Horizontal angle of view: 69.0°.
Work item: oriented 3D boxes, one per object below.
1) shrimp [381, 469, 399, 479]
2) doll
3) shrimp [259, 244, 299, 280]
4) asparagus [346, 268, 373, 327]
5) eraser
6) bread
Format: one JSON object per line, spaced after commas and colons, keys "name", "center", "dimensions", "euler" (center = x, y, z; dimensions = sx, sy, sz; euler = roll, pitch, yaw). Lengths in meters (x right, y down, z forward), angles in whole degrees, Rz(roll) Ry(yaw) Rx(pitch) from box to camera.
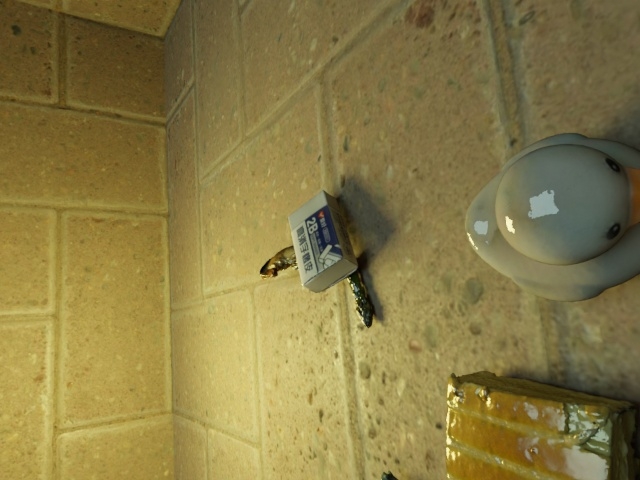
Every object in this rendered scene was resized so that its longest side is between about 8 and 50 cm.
{"name": "shrimp", "center": [0.210, 0.499, 0.770], "dimensions": [0.317, 0.062, 0.164], "euler": [44, 120, 44]}
{"name": "doll", "center": [0.274, -0.031, 0.554], "dimensions": [0.251, 0.221, 0.220], "euler": [-7, 82, 57]}
{"name": "shrimp", "center": [-0.060, 0.058, 1.189], "dimensions": [0.262, 0.066, 0.117], "euler": [-16, 36, 52]}
{"name": "asparagus", "center": [0.084, 0.112, 1.009], "dimensions": [0.036, 0.030, 0.165], "euler": [-29, 60, 22]}
{"name": "eraser", "center": [0.000, 0.000, 1.061], "dimensions": [0.125, 0.068, 0.210], "euler": [-37, 47, 26]}
{"name": "bread", "center": [0.283, 0.306, 0.612], "dimensions": [0.246, 0.111, 0.238], "euler": [-3, 87, 57]}
